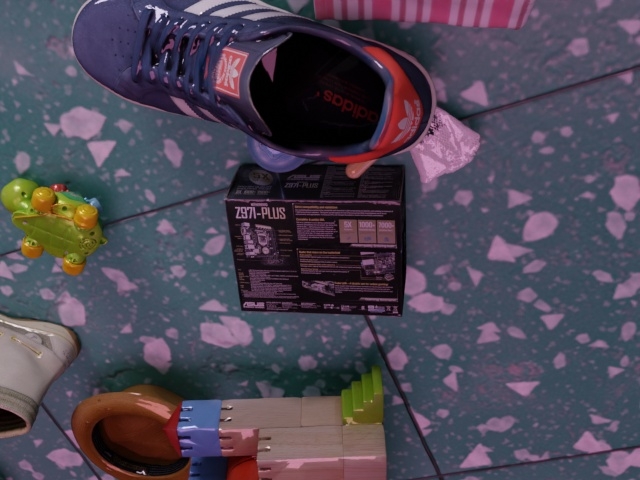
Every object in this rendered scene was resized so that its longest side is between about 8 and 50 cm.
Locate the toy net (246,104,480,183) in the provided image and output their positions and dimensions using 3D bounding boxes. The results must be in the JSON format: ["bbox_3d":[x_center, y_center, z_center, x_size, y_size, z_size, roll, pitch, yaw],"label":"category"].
[{"bbox_3d":[0.041,-0.121,0.775,0.232,0.045,0.122,4,104,4],"label":"toy net"}]

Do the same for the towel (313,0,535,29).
[{"bbox_3d":[0.085,-0.214,0.654,0.197,0.144,0.029,5,81,7],"label":"towel"}]

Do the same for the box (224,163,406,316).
[{"bbox_3d":[0.000,0.000,0.837,0.180,0.077,0.147,1,124,9],"label":"box"}]

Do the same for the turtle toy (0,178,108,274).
[{"bbox_3d":[-0.298,-0.027,0.878,0.130,0.066,0.095,24,124,-6],"label":"turtle toy"}]

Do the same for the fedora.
[{"bbox_3d":[-0.229,0.248,1.042,0.195,0.079,0.194,6,125,8],"label":"fedora"}]

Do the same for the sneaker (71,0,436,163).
[{"bbox_3d":[-0.076,-0.152,0.677,0.350,0.148,0.131,13,108,11],"label":"sneaker"}]

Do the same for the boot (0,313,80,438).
[{"bbox_3d":[-0.429,0.165,0.968,0.213,0.165,0.077,6,123,4],"label":"boot"}]

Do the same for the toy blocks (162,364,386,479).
[{"bbox_3d":[-0.052,0.332,0.976,0.261,0.190,0.381,-2,123,1],"label":"toy blocks"}]
